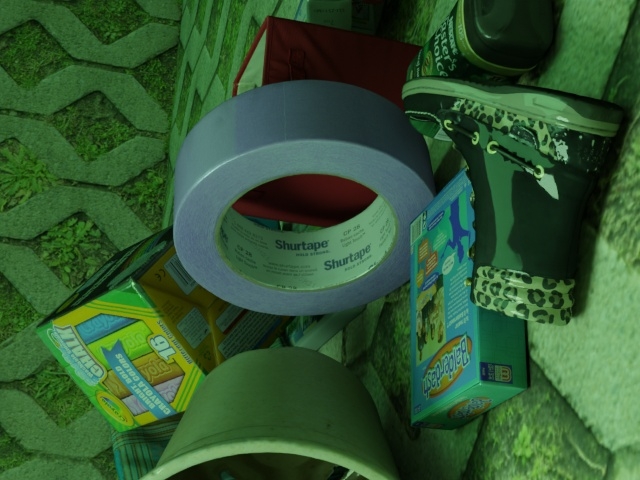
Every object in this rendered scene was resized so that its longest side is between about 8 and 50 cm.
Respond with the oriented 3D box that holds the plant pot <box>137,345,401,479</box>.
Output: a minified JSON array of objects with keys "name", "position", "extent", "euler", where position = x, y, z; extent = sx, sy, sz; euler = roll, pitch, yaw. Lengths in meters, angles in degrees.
[{"name":"plant pot","position":[-0.042,0.267,1.116],"extent":[0.305,0.334,0.333],"euler":[-87,10,-69]}]

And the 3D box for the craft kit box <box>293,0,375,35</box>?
[{"name":"craft kit box","position":[0.011,-0.305,1.650],"extent":[0.250,0.061,0.246],"euler":[115,160,-49]}]

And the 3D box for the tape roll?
[{"name":"tape roll","position":[-0.016,-0.037,1.167],"extent":[0.275,0.275,0.090],"euler":[114,159,-46]}]

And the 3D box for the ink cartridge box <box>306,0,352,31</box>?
[{"name":"ink cartridge box","position":[0.010,-0.335,1.473],"extent":[0.239,0.060,0.275],"euler":[87,-178,-59]}]

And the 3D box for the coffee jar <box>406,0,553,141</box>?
[{"name":"coffee jar","position":[0.144,-0.171,1.022],"extent":[0.184,0.079,0.096],"euler":[128,147,-62]}]

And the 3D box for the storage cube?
[{"name":"storage cube","position":[0.002,-0.128,1.314],"extent":[0.215,0.193,0.183],"euler":[136,140,-66]}]

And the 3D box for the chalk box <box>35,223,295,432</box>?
[{"name":"chalk box","position":[-0.210,0.108,1.384],"extent":[0.289,0.179,0.180],"euler":[-25,17,44]}]

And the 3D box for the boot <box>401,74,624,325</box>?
[{"name":"boot","position":[0.134,-0.040,0.909],"extent":[0.236,0.085,0.178],"euler":[20,104,56]}]

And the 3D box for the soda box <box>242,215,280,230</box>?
[{"name":"soda box","position":[-0.096,0.010,1.749],"extent":[0.210,0.067,0.071],"euler":[101,172,-83]}]

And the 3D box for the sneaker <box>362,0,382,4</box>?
[{"name":"sneaker","position":[0.083,-0.356,1.364],"extent":[0.208,0.081,0.094],"euler":[111,164,-76]}]

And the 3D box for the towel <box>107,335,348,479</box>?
[{"name":"towel","position":[-0.143,0.219,1.457],"extent":[0.370,0.271,0.040],"euler":[-124,27,-59]}]

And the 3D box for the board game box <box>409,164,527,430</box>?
[{"name":"board game box","position":[0.130,0.053,1.016],"extent":[0.160,0.047,0.210],"euler":[129,146,-63]}]

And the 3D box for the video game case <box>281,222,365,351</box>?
[{"name":"video game case","position":[0.000,0.000,1.563],"extent":[0.329,0.036,0.300],"euler":[132,144,-63]}]
